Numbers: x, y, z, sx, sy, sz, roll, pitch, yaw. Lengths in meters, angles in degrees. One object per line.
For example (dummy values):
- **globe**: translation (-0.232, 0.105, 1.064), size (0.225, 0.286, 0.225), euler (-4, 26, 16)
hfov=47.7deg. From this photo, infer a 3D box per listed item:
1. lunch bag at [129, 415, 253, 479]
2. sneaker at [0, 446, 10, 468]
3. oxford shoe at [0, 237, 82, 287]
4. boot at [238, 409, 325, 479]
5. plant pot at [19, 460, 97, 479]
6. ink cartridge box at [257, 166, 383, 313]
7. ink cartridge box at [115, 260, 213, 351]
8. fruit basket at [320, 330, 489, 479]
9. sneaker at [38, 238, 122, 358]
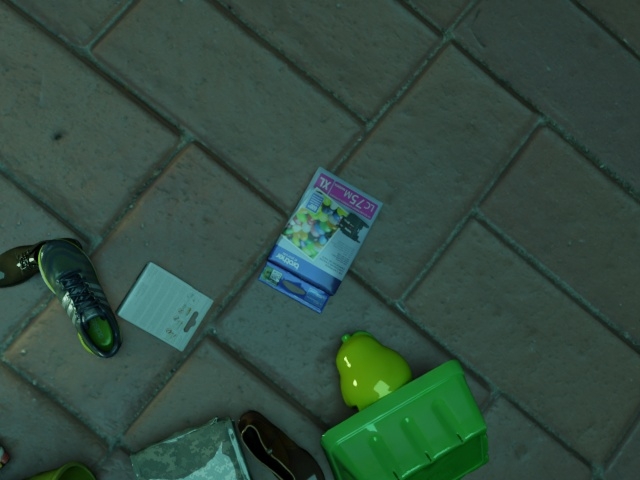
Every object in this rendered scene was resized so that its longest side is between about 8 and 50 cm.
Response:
- **lunch bag**: translation (-0.264, 0.548, 1.590), size (0.235, 0.169, 0.287), euler (-18, 92, -10)
- **sneaker**: translation (-0.785, 0.499, 1.532), size (0.225, 0.088, 0.093), euler (-34, 94, -36)
- **oxford shoe**: translation (-0.656, 0.043, 1.619), size (0.227, 0.096, 0.083), euler (-23, 89, -10)
- **boot**: translation (-0.072, 0.477, 1.571), size (0.096, 0.280, 0.264), euler (-38, 91, -11)
- **plant pot**: translation (-0.650, 0.658, 1.444), size (0.353, 0.366, 0.366), euler (-10, 85, 1)
- **ink cartridge box**: translation (0.000, 0.000, 1.751), size (0.186, 0.065, 0.311), euler (30, 82, -5)
- **ink cartridge box**: translation (-0.364, 0.153, 1.693), size (0.179, 0.045, 0.145), euler (35, 78, -23)
- **fruit basket**: translation (0.162, 0.398, 1.671), size (0.392, 0.283, 0.392), euler (-8, 45, 8)
- **sneaker**: translation (-0.514, 0.130, 1.585), size (0.111, 0.121, 0.300), euler (-33, 108, -20)
